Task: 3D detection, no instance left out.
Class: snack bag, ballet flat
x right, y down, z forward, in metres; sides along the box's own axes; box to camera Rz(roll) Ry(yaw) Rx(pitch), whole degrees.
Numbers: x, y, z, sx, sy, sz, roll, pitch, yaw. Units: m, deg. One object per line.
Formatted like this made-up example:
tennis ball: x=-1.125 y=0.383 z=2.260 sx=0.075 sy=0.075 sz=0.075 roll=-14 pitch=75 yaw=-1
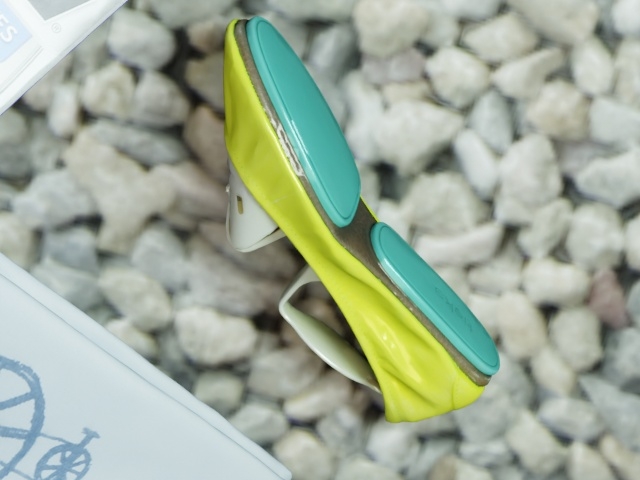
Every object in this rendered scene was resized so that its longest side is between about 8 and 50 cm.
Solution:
snack bag: x=-0.210 y=0.169 z=0.891 sx=0.342 sy=0.037 sz=0.323 roll=-45 pitch=138 yaw=3
ballet flat: x=0.000 y=0.000 z=0.941 sx=0.077 sy=0.077 sz=0.231 roll=-30 pitch=107 yaw=21

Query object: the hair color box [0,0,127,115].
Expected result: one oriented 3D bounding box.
hair color box: x=-0.120 y=-0.192 z=0.788 sx=0.185 sy=0.110 sz=0.339 roll=49 pitch=66 yaw=-14
